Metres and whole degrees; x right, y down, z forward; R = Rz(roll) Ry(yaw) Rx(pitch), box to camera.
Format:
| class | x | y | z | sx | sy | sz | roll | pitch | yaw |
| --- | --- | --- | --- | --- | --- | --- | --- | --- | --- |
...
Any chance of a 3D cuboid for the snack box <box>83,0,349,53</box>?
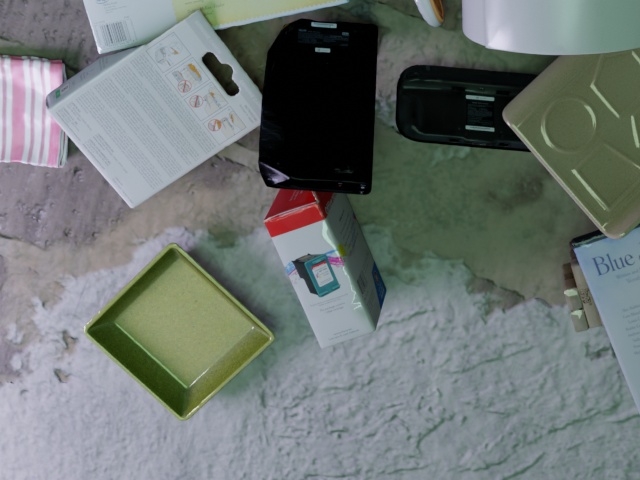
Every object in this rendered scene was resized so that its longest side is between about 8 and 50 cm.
| class | x | y | z | sx | sy | sz | roll | pitch | yaw |
| --- | --- | --- | --- | --- | --- | --- | --- | --- | --- |
| snack box | -0.137 | -0.348 | 1.965 | 0.322 | 0.060 | 0.187 | -10 | 111 | 12 |

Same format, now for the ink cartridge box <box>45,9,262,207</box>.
| class | x | y | z | sx | sy | sz | roll | pitch | yaw |
| --- | --- | --- | --- | --- | --- | --- | --- | --- | --- |
| ink cartridge box | -0.198 | -0.168 | 2.030 | 0.225 | 0.056 | 0.181 | -34 | 122 | 6 |

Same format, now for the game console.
| class | x | y | z | sx | sy | sz | roll | pitch | yaw |
| --- | --- | --- | --- | --- | --- | --- | --- | --- | --- |
| game console | 0.110 | -0.151 | 1.959 | 0.361 | 0.044 | 0.213 | 5 | 70 | -2 |

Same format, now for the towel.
| class | x | y | z | sx | sy | sz | roll | pitch | yaw |
| --- | --- | --- | --- | --- | --- | --- | --- | --- | --- |
| towel | -0.420 | -0.167 | 2.093 | 0.197 | 0.029 | 0.144 | 5 | 111 | 6 |

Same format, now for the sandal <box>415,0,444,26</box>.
| class | x | y | z | sx | sy | sz | roll | pitch | yaw |
| --- | --- | --- | --- | --- | --- | --- | --- | --- | --- |
| sandal | 0.115 | -0.379 | 1.905 | 0.076 | 0.102 | 0.265 | -19 | 116 | 13 |

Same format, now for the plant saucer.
| class | x | y | z | sx | sy | sz | roll | pitch | yaw |
| --- | --- | --- | --- | --- | --- | --- | --- | --- | --- |
| plant saucer | -0.184 | 0.115 | 2.162 | 0.188 | 0.045 | 0.188 | 44 | 110 | -10 |

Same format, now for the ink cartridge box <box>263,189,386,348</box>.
| class | x | y | z | sx | sy | sz | roll | pitch | yaw |
| --- | --- | --- | --- | --- | --- | --- | --- | --- | --- |
| ink cartridge box | 0.000 | 0.000 | 2.043 | 0.078 | 0.134 | 0.231 | -19 | 107 | 16 |

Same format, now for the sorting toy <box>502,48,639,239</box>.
| class | x | y | z | sx | sy | sz | roll | pitch | yaw |
| --- | --- | --- | --- | --- | --- | --- | --- | --- | --- |
| sorting toy | 0.346 | -0.136 | 1.935 | 0.193 | 0.038 | 0.208 | -43 | 94 | -4 |

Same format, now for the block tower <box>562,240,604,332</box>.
| class | x | y | z | sx | sy | sz | roll | pitch | yaw |
| --- | --- | --- | --- | --- | --- | --- | --- | --- | --- |
| block tower | 0.465 | 0.020 | 2.009 | 0.335 | 0.097 | 0.091 | -15 | 109 | 12 |

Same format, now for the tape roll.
| class | x | y | z | sx | sy | sz | roll | pitch | yaw |
| --- | --- | --- | --- | --- | --- | --- | --- | --- | --- |
| tape roll | 0.277 | -0.318 | 1.821 | 0.246 | 0.246 | 0.169 | 0 | 111 | 8 |

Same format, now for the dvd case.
| class | x | y | z | sx | sy | sz | roll | pitch | yaw |
| --- | --- | --- | --- | --- | --- | --- | --- | --- | --- |
| dvd case | 0.431 | 0.081 | 1.977 | 0.180 | 0.022 | 0.253 | -19 | 108 | 16 |
